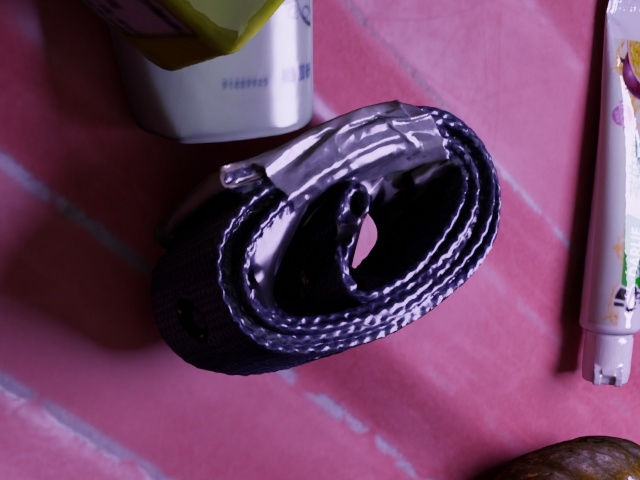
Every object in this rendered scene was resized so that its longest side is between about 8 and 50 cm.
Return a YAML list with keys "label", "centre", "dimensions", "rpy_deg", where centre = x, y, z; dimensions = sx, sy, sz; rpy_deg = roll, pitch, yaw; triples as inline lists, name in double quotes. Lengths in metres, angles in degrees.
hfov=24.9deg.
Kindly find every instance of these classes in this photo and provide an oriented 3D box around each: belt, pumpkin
- label: "belt"
  centre: [0.000, 0.000, 0.925]
  dimensions: [0.230, 0.126, 0.140]
  rpy_deg: [-30, 94, -32]
- label: "pumpkin"
  centre: [0.212, 0.268, 1.163]
  dimensions: [0.219, 0.162, 0.219]
  rpy_deg: [-18, 116, -41]

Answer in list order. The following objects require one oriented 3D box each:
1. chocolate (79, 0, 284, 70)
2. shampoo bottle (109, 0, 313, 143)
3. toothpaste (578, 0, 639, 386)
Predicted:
- label: "chocolate"
  centre: [-0.075, -0.271, 0.694]
  dimensions: [0.301, 0.137, 0.289]
  rpy_deg: [40, 90, -26]
- label: "shampoo bottle"
  centre: [-0.069, -0.238, 0.825]
  dimensions: [0.134, 0.078, 0.360]
  rpy_deg: [-11, 109, -30]
- label: "toothpaste"
  centre: [0.247, -0.039, 1.185]
  dimensions: [0.058, 0.056, 0.314]
  rpy_deg: [-41, 135, -78]
